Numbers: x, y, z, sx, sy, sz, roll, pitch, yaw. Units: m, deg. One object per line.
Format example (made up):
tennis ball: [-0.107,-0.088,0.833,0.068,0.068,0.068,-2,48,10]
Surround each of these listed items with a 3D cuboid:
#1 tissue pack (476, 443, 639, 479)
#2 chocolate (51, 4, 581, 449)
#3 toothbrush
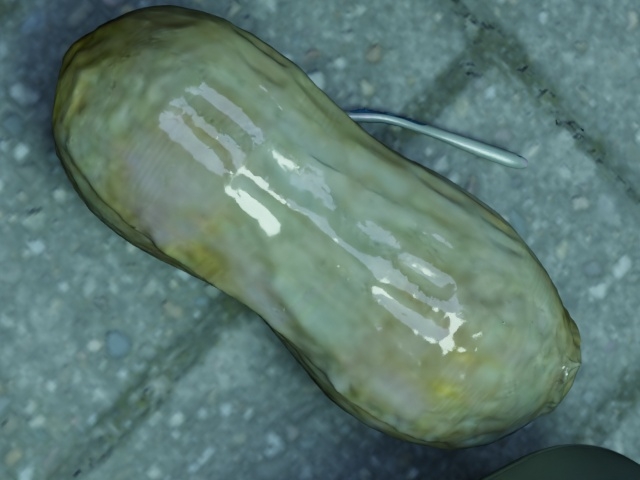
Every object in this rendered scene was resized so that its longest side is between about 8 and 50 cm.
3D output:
tissue pack: [0.134,0.274,0.752,0.229,0.236,0.333,-30,95,-7]
chocolate: [0.000,0.000,0.773,0.309,0.134,0.134,36,78,-13]
toothbrush: [0.040,-0.062,0.851,0.162,0.014,0.017,17,101,-16]
